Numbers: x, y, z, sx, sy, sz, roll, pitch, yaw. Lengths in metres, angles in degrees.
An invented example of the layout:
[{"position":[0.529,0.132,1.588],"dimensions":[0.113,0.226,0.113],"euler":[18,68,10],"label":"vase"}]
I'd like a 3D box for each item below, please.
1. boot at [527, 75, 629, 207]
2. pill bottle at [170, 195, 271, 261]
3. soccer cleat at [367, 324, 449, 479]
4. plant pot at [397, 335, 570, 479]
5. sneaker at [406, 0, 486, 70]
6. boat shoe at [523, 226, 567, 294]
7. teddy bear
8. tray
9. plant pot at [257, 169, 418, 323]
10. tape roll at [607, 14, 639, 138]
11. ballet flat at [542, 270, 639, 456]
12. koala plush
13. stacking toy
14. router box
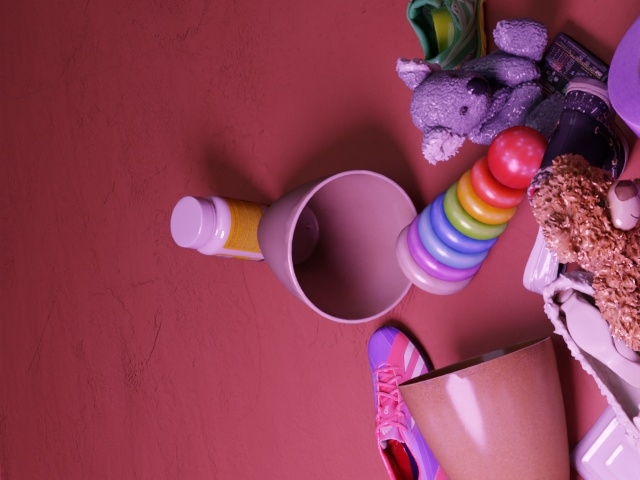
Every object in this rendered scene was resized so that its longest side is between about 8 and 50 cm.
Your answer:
[{"position":[0.351,-0.092,1.323],"dimensions":[0.085,0.236,0.178],"euler":[17,71,28],"label":"boot"},{"position":[-0.182,-0.025,1.893],"dimensions":[0.119,0.209,0.119],"euler":[-8,78,44],"label":"pill bottle"},{"position":[0.133,0.286,1.595],"dimensions":[0.109,0.116,0.318],"euler":[-34,61,37],"label":"soccer cleat"},{"position":[0.267,0.295,1.408],"dimensions":[0.237,0.237,0.254],"euler":[-25,81,40],"label":"plant pot"},{"position":[0.212,-0.411,1.617],"dimensions":[0.109,0.124,0.295],"euler":[-18,71,43],"label":"sneaker"},{"position":[0.363,-0.002,1.450],"dimensions":[0.063,0.066,0.184],"euler":[24,99,30],"label":"boat shoe"},{"position":[0.414,0.023,1.197],"dimensions":[0.338,0.245,0.113],"euler":[54,157,-14],"label":"teddy bear"},{"position":[0.462,0.348,1.318],"dimensions":[0.270,0.030,0.145],"euler":[49,118,38],"label":"tray"},{"position":[0.000,0.000,1.710],"dimensions":[0.274,0.257,0.256],"euler":[10,91,62],"label":"plant pot"},{"position":[0.495,-0.220,1.172],"dimensions":[0.275,0.090,0.274],"euler":[-33,35,27],"label":"tape roll"},{"position":[0.429,0.195,1.290],"dimensions":[0.147,0.147,0.409],"euler":[-55,49,24],"label":"ballet flat"},{"position":[0.228,-0.211,1.472],"dimensions":[0.203,0.221,0.196],"euler":[-27,79,63],"label":"koala plush"},{"position":[0.238,-0.056,1.456],"dimensions":[0.330,0.141,0.141],"euler":[-59,45,49],"label":"stacking toy"},{"position":[0.388,-0.249,1.477],"dimensions":[0.092,0.038,0.122],"euler":[-56,49,23],"label":"router box"}]
